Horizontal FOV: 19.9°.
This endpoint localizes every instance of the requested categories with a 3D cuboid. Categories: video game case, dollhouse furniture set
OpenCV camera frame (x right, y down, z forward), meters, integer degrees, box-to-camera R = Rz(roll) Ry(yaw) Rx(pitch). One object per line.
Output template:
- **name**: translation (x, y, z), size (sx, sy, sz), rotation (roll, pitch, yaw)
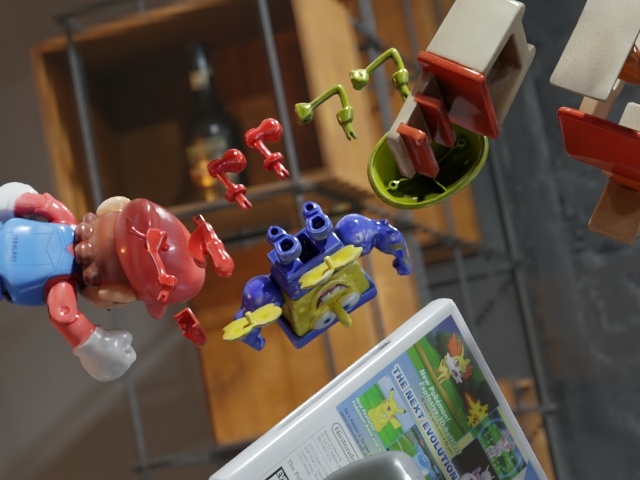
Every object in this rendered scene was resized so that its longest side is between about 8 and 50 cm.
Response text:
- **video game case**: translation (0.087, 0.267, 1.641), size (0.300, 0.329, 0.036), rotation (-36, 14, -32)
- **dollhouse furniture set**: translation (0.196, -0.074, 1.324), size (0.259, 0.135, 0.262), rotation (21, -16, 21)

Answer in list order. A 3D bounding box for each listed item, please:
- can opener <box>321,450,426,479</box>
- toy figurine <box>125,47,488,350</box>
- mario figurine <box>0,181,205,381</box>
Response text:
- **can opener**: translation (-0.040, 0.234, 1.063), size (0.280, 0.093, 0.074), rotation (-37, -36, 4)
- **toy figurine**: translation (0.000, 0.000, 1.886), size (0.362, 0.191, 0.217), rotation (-36, -28, -11)
- **mario figurine**: translation (-0.283, 0.043, 1.937), size (0.320, 0.198, 0.170), rotation (-1, 8, -3)
